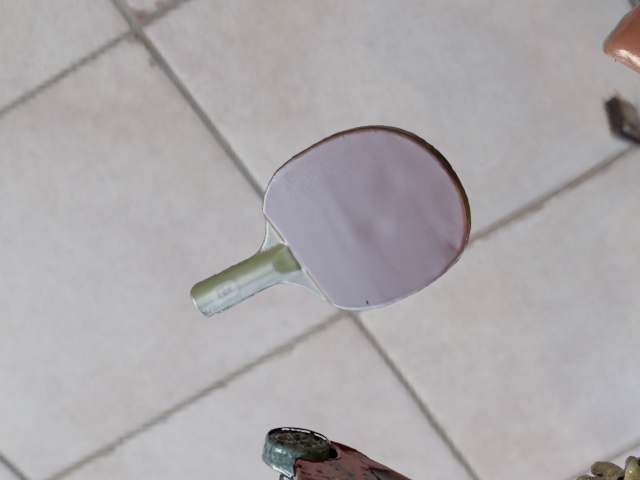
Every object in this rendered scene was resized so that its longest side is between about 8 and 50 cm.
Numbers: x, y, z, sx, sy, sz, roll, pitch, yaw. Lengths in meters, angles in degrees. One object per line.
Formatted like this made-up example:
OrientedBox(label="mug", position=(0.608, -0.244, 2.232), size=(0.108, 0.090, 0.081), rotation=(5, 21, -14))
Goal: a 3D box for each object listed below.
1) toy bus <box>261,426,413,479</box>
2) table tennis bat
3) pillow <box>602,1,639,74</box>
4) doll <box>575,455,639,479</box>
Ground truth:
OrientedBox(label="toy bus", position=(0.017, 0.142, 0.583), size=(0.089, 0.195, 0.081), rotation=(7, 100, -5))
OrientedBox(label="table tennis bat", position=(0.000, 0.000, 1.090), size=(0.246, 0.022, 0.138), rotation=(-26, 105, 28))
OrientedBox(label="pillow", position=(0.415, -0.231, 1.523), size=(0.179, 0.171, 0.075), rotation=(-56, 161, 10))
OrientedBox(label="doll", position=(0.258, 0.208, 1.203), size=(0.061, 0.093, 0.051), rotation=(-42, 95, -28))
